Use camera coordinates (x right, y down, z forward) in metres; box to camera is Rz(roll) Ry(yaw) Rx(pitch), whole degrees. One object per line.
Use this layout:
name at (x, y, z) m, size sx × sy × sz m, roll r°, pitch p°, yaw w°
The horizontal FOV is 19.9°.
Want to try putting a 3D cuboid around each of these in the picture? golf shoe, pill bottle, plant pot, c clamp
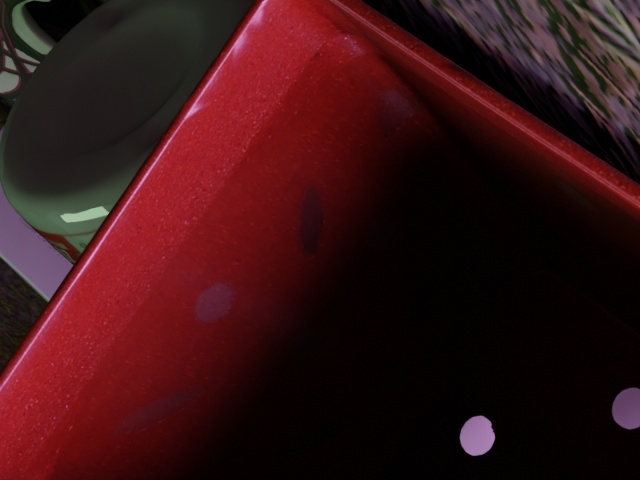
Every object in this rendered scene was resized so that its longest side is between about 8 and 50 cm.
golf shoe at (-0.198, -0.151, 1.322) m, size 0.120 × 0.105 × 0.273 m, roll 32°, pitch 171°, yaw 23°
pill bottle at (-0.017, 0.006, 0.942) m, size 0.283 × 0.161 × 0.161 m, roll 47°, pitch 172°, yaw -36°
plant pot at (0.056, 0.091, 0.755) m, size 0.267 × 0.267 × 0.236 m, roll 38°, pitch -173°, yaw 34°
c clamp at (0.000, 0.000, 0.833) m, size 0.022 × 0.137 × 0.160 m, roll 48°, pitch 159°, yaw 53°

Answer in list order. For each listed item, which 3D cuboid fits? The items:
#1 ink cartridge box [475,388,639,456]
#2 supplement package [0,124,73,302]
ink cartridge box at (0.155, 0.182, 1.042) m, size 0.232 × 0.168 × 0.171 m, roll 47°, pitch 172°, yaw -36°
supplement package at (-0.208, -0.017, 1.825) m, size 0.262 × 0.204 × 0.145 m, roll 39°, pitch 171°, yaw 27°
